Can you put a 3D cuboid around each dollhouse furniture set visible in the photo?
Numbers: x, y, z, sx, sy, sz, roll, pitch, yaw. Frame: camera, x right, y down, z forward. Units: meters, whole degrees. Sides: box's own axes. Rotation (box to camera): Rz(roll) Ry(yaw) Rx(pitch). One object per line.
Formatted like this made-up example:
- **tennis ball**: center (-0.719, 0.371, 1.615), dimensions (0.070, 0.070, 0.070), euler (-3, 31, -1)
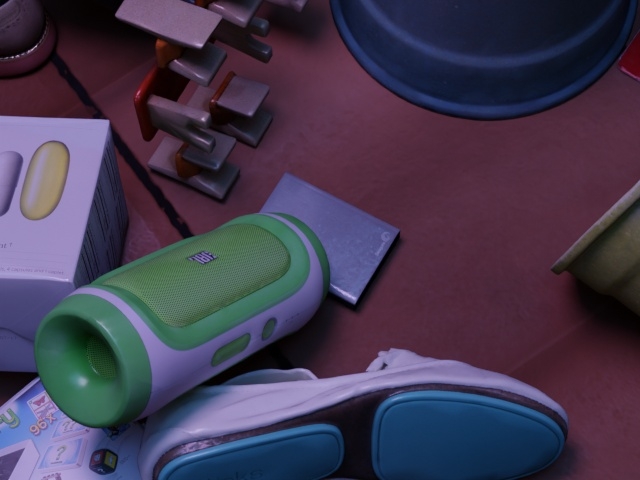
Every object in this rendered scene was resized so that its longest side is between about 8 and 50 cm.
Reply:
- **dollhouse furniture set**: center (-0.114, -0.214, 1.503), dimensions (0.135, 0.262, 0.259), euler (23, 64, 13)

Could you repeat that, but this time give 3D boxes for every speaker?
- **speaker**: center (-0.117, 0.065, 1.376), dimensions (0.131, 0.131, 0.296), euler (41, 36, 17)

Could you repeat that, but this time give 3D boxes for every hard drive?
- **hard drive**: center (0.000, 0.000, 1.533), dimensions (0.135, 0.022, 0.094), euler (27, 69, 12)

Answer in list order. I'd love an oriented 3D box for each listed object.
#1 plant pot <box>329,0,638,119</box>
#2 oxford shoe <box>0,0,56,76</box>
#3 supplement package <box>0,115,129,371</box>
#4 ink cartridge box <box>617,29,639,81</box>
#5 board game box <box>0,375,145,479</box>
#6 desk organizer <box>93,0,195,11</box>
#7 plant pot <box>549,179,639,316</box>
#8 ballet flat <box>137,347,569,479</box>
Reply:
- **plant pot**: center (0.174, -0.347, 1.516), dimensions (0.341, 0.334, 0.341), euler (-1, 67, 1)
- **oxford shoe**: center (-0.460, -0.246, 1.592), dimensions (0.348, 0.130, 0.123), euler (-4, 66, -1)
- **supplement package**: center (-0.299, 0.002, 1.440), dimensions (0.194, 0.149, 0.203), euler (2, 50, 4)
- **ink cartridge box**: center (0.504, -0.251, 1.577), dimensions (0.272, 0.130, 0.309), euler (31, 70, 15)
- **board game box**: center (-0.282, 0.268, 1.401), dimensions (0.305, 0.053, 0.193), euler (-40, 71, -16)
- **desk organizer**: center (-0.182, -0.257, 1.635), dimensions (0.130, 0.050, 0.047), euler (25, 102, -5)
- **plant pot**: center (0.399, 0.020, 1.406), dimensions (0.276, 0.276, 0.254), euler (-41, 83, -16)
- **ballet flat**: center (0.028, 0.159, 1.402), dimensions (0.400, 0.139, 0.139), euler (-5, 66, -12)
